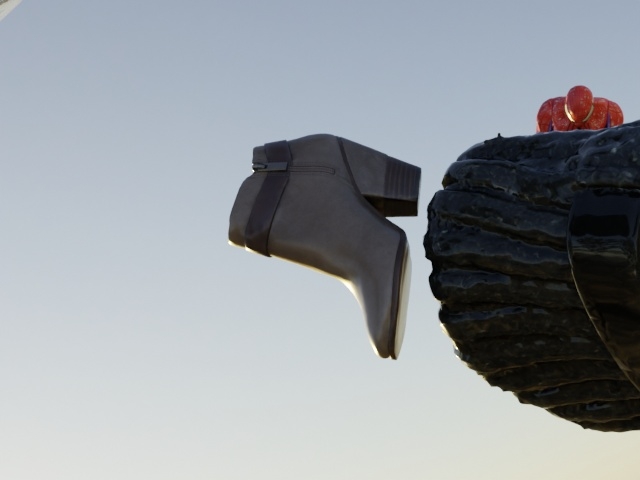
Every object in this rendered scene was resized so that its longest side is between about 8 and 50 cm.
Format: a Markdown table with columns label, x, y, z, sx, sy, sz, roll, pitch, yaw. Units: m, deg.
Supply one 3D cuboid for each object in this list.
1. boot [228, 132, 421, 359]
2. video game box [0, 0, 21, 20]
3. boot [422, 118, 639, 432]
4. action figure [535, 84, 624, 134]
| label | x | y | z | sx | sy | sz | roll | pitch | yaw |
| --- | --- | --- | --- | --- | --- | --- | --- | --- | --- |
| boot | 0.000 | 0.000 | 0.554 | 0.087 | 0.118 | 0.042 | 4 | -38 | 7 |
| video game box | -0.338 | -0.138 | 0.935 | 0.187 | 0.048 | 0.205 | -34 | 11 | 34 |
| boot | 0.221 | 0.079 | 0.496 | 0.260 | 0.348 | 0.131 | -15 | 22 | 51 |
| action figure | 0.255 | -0.044 | 1.181 | 0.092 | 0.139 | 0.280 | 2 | -27 | 14 |
